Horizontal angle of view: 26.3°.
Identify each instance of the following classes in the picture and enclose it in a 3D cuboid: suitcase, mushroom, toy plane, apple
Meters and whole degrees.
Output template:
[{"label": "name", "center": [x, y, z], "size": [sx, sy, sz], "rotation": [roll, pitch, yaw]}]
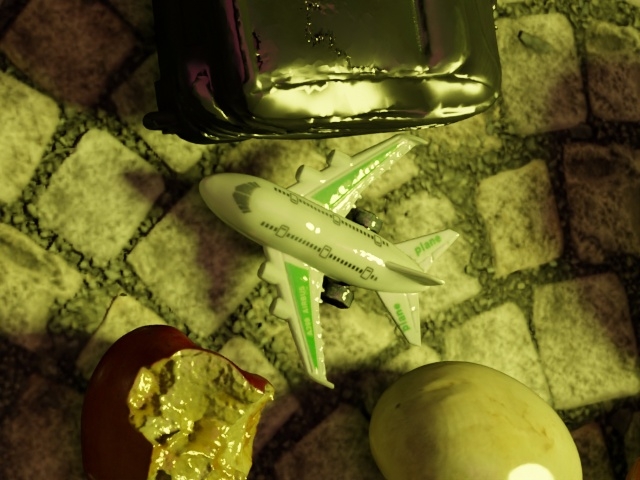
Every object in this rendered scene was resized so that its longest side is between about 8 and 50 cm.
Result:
[{"label": "suitcase", "center": [0.001, -0.261, 1.231], "size": [0.339, 0.188, 0.345], "rotation": [-6, 88, -29]}, {"label": "mushroom", "center": [0.142, 0.215, 1.291], "size": [0.206, 0.209, 0.206], "rotation": [3, 47, -3]}, {"label": "toy plane", "center": [-0.001, 0.001, 1.276], "size": [0.255, 0.101, 0.251], "rotation": [24, 78, -15]}, {"label": "apple", "center": [-0.131, 0.163, 1.181], "size": [0.156, 0.147, 0.158], "rotation": [37, 79, -51]}]

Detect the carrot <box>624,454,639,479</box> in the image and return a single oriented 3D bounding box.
[{"label": "carrot", "center": [0.412, 0.294, 1.337], "size": [0.258, 0.100, 0.307], "rotation": [27, 44, -10]}]
